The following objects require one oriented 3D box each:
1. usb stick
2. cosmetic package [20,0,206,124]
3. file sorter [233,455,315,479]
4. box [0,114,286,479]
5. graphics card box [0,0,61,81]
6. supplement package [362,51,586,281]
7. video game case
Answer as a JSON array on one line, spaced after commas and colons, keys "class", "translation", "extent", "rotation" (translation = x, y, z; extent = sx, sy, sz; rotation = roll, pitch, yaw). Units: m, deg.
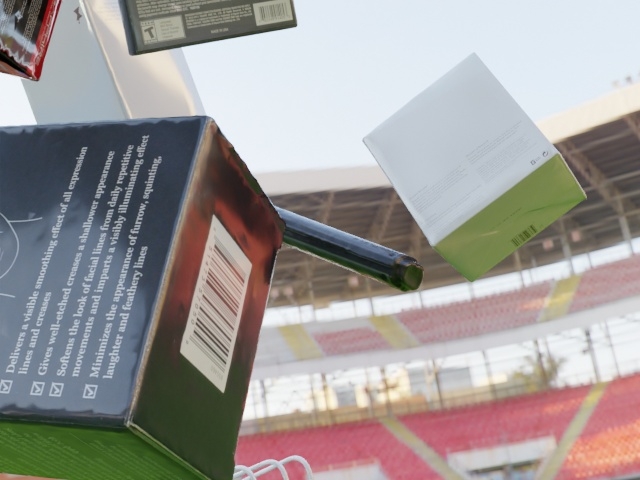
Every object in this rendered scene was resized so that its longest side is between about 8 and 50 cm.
[{"class": "usb stick", "translation": [0.000, 0.000, 1.214], "extent": [0.278, 0.045, 0.077], "rotation": [21, -6, 31]}, {"class": "cosmetic package", "translation": [-0.318, -0.238, 1.428], "extent": [0.217, 0.384, 0.156], "rotation": [-25, -6, 42]}, {"class": "file sorter", "translation": [-0.138, 0.426, 1.387], "extent": [0.193, 0.173, 0.278], "rotation": [-32, -22, 32]}, {"class": "box", "translation": [-0.271, 0.062, 0.931], "extent": [0.396, 0.293, 0.212], "rotation": [1, -28, 20]}, {"class": "graphics card box", "translation": [-0.257, -0.264, 0.669], "extent": [0.094, 0.232, 0.371], "rotation": [15, -2, -1]}, {"class": "supplement package", "translation": [0.203, -0.095, 1.284], "extent": [0.194, 0.203, 0.149], "rotation": [-37, -34, 11]}, {"class": "video game case", "translation": [-0.133, -0.344, 0.996], "extent": [0.196, 0.274, 0.026], "rotation": [-17, 13, -29]}]
